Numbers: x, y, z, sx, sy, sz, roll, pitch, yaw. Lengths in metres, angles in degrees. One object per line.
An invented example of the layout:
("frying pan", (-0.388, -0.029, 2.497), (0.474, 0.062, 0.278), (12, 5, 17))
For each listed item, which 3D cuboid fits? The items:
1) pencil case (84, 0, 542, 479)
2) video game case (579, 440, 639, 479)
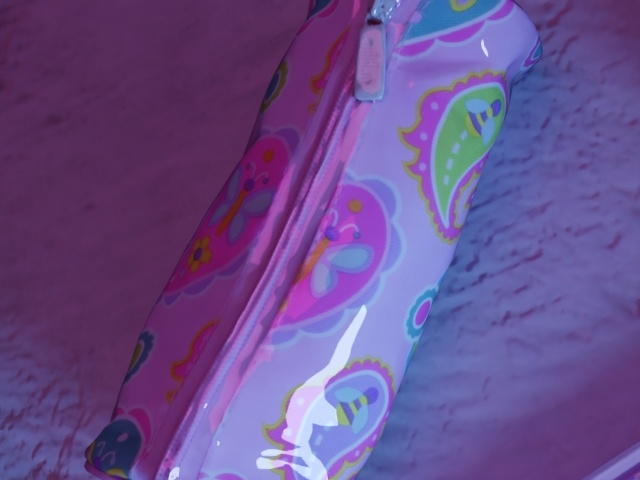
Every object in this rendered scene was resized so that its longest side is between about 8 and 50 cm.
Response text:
("pencil case", (0.000, 0.000, 0.587), (0.124, 0.124, 0.284), (23, 86, 25))
("video game case", (0.181, 0.159, 0.524), (0.201, 0.023, 0.183), (-36, 66, 10))
